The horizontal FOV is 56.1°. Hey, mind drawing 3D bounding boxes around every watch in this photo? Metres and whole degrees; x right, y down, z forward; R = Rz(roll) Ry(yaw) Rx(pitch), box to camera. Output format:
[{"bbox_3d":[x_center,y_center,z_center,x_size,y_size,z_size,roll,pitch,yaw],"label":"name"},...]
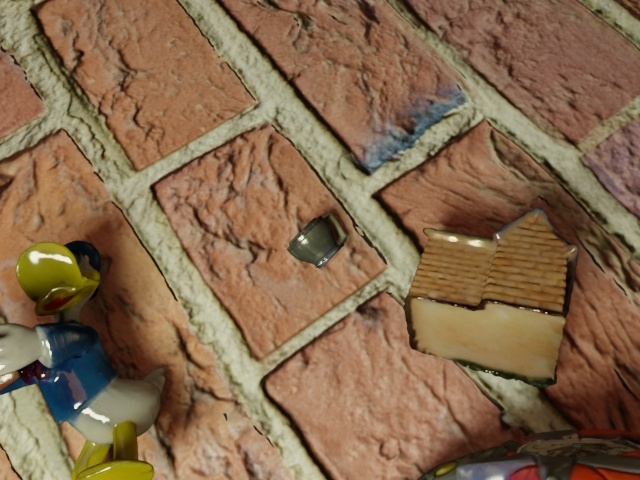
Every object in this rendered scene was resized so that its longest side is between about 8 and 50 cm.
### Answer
[{"bbox_3d":[0.232,0.342,0.594,0.305,0.241,0.275,-16,77,22],"label":"watch"}]

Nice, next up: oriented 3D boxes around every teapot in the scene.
[{"bbox_3d":[0.000,0.000,0.813,0.057,0.066,0.088,45,53,-3],"label":"teapot"}]

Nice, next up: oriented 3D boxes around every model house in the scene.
[{"bbox_3d":[0.212,0.054,0.741,0.182,0.167,0.172,9,53,21],"label":"model house"}]

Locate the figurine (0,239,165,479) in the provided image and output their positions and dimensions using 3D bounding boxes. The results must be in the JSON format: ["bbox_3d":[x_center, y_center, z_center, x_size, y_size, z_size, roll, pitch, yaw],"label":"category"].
[{"bbox_3d":[-0.322,0.136,0.704,0.204,0.283,0.338,-40,44,30],"label":"figurine"}]
